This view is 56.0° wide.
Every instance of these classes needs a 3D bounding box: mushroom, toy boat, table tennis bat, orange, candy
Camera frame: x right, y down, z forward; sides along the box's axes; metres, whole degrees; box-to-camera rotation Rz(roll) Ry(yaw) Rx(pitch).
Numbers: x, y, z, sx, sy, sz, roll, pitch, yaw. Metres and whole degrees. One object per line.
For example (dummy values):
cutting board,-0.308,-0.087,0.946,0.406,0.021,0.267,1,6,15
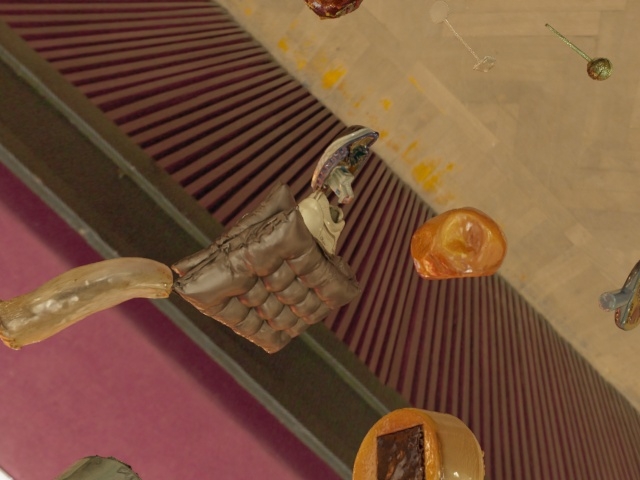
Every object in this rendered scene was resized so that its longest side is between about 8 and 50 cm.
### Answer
mushroom,-0.468,0.111,1.187,0.351,0.095,0.123,-17,116,-15
toy boat,0.068,-0.188,1.578,0.115,0.114,0.262,48,122,28
table tennis bat,0.358,0.059,0.684,0.019,0.155,0.100,29,113,43
orange,0.355,0.007,1.563,0.248,0.249,0.184,-5,87,16
candy,0.618,-0.459,1.450,0.202,0.061,0.061,47,115,14

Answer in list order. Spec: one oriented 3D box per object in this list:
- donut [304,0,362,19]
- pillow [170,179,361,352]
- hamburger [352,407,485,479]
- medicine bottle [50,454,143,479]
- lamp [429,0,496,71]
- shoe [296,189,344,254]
donut,0.076,-0.376,0.806,0.230,0.216,0.096,-27,103,-19
pillow,-0.073,0.068,1.017,0.228,0.101,0.326,-34,141,5
hamburger,0.208,0.496,1.263,0.176,0.300,0.300,33,117,-29
medicine bottle,-0.453,0.556,1.044,0.244,0.290,0.245,5,105,20
lamp,0.322,-0.468,1.374,0.050,0.056,0.198,-46,70,42
shoe,0.000,0.000,1.648,0.132,0.342,0.211,32,77,30
